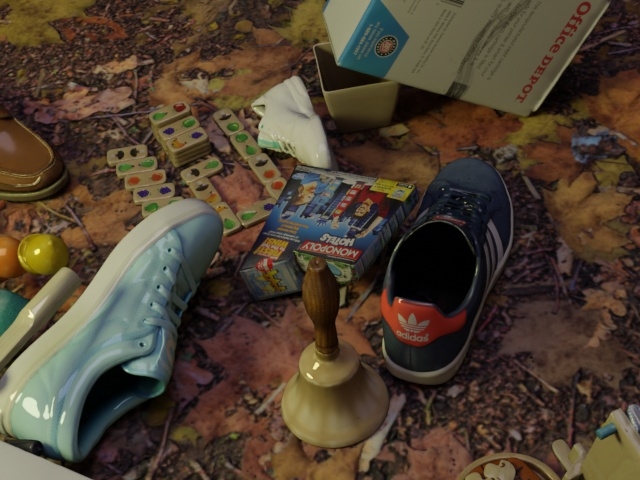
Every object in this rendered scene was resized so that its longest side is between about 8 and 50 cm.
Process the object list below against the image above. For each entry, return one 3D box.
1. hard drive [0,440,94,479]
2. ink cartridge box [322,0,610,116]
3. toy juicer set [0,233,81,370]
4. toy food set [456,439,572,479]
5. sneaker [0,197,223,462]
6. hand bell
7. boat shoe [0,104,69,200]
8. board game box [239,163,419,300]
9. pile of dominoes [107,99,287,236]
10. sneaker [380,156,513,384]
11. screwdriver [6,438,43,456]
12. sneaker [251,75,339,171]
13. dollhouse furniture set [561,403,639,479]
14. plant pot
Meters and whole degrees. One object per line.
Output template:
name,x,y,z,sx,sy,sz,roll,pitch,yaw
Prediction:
hard drive,-0.348,0.370,1.191,0.233,0.047,0.353,24,51,-2
ink cartridge box,0.192,-0.314,1.612,0.307,0.223,0.129,12,40,-25
toy juicer set,-0.362,0.086,1.418,0.209,0.089,0.329,-40,30,-18
toy food set,0.200,0.273,1.267,0.192,0.038,0.132,-20,48,-12
sneaker,-0.207,0.113,1.416,0.150,0.135,0.366,28,67,27
hand bell,0.005,0.106,1.310,0.126,0.242,0.126,-4,47,4
boat shoe,-0.488,-0.151,1.708,0.307,0.104,0.111,23,54,26
board game box,0.000,0.000,1.513,0.194,0.060,0.194,13,53,38
pile of dominoes,-0.169,-0.099,1.663,0.196,0.040,0.251,-25,48,-16
sneaker,0.158,-0.001,1.455,0.131,0.148,0.350,7,48,13
screwdriver,-0.369,0.236,1.354,0.170,0.024,0.025,-10,-2,39
sneaker,-0.040,-0.143,1.673,0.094,0.080,0.212,-22,39,-3
dollhouse furniture set,0.386,0.237,1.105,0.198,0.286,0.303,-24,61,-14
plant pot,0.055,-0.214,1.703,0.109,0.096,0.109,-10,47,-1
